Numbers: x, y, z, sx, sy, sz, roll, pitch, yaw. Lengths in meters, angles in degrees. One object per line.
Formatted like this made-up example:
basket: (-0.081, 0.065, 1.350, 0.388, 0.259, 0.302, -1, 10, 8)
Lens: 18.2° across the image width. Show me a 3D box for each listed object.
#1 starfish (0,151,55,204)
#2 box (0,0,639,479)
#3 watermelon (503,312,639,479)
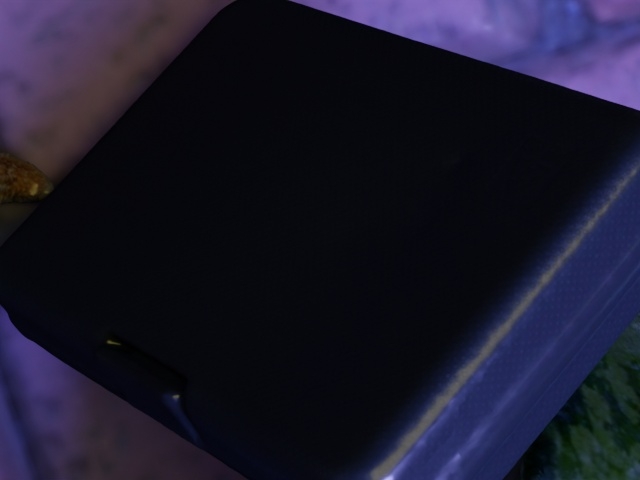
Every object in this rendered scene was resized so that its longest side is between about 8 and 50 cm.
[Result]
starfish: (-0.196, -0.055, 0.681, 0.208, 0.053, 0.176, -34, 91, -23)
box: (0.000, 0.000, 0.654, 0.160, 0.230, 0.050, -49, 129, -14)
watermelon: (0.103, 0.200, 0.671, 0.250, 0.283, 0.292, 28, 120, 8)
